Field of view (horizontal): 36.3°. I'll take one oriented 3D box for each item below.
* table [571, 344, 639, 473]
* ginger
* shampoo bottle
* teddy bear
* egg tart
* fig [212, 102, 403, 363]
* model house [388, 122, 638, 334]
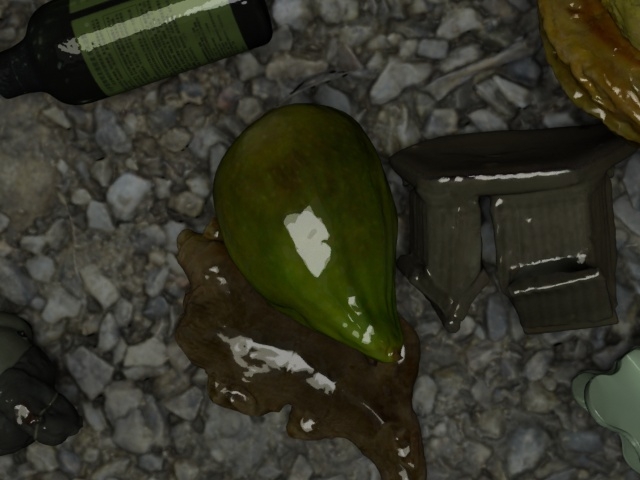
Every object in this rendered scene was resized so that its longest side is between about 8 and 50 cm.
[{"bbox_3d":[0.333,0.173,0.876,0.166,0.166,0.198,-39,82,5],"label":"table"},{"bbox_3d":[-0.013,0.110,0.921,0.333,0.080,0.166,34,89,4],"label":"ginger"},{"bbox_3d":[-0.190,-0.188,0.902,0.283,0.101,0.101,-18,92,4],"label":"shampoo bottle"},{"bbox_3d":[-0.350,0.129,0.924,0.251,0.144,0.171,28,130,-14],"label":"teddy bear"},{"bbox_3d":[0.314,-0.166,0.839,0.293,0.123,0.294,5,60,-9],"label":"egg tart"},{"bbox_3d":[-0.011,-0.006,0.866,0.167,0.167,0.234,-4,84,3],"label":"fig"},{"bbox_3d":[0.181,-0.005,0.886,0.229,0.122,0.188,-5,98,8],"label":"model house"}]
